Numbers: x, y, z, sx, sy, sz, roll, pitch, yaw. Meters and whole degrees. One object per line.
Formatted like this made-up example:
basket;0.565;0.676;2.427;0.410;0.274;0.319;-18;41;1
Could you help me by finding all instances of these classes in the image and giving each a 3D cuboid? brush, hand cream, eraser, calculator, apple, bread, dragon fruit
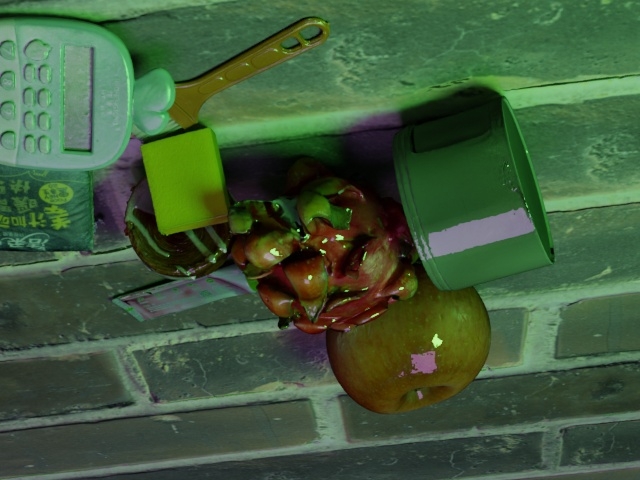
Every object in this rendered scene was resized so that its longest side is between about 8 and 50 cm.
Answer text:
brush;-0.122;-0.202;1.405;0.314;0.017;0.090;-23;141;23
hand cream;-0.193;0.081;1.777;0.275;0.050;0.079;-15;118;23
eraser;-0.173;-0.076;1.471;0.097;0.122;0.045;-15;171;3
calculator;-0.321;-0.173;1.334;0.295;0.042;0.184;3;111;-7
apple;0.139;0.159;1.780;0.271;0.206;0.251;-25;143;24
bread;-0.186;-0.026;1.524;0.160;0.161;0.073;-7;170;3
dragon fruit;0.006;0.016;1.512;0.227;0.307;0.243;-11;107;26

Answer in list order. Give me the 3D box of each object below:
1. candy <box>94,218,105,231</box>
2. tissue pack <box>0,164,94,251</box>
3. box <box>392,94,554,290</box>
candy;-0.349;-0.016;1.634;0.083;0.020;0.030;-16;170;13
tissue pack;-0.394;-0.083;1.483;0.185;0.081;0.257;2;144;-8
box;0.199;-0.058;1.458;0.149;0.226;0.226;-16;143;16
